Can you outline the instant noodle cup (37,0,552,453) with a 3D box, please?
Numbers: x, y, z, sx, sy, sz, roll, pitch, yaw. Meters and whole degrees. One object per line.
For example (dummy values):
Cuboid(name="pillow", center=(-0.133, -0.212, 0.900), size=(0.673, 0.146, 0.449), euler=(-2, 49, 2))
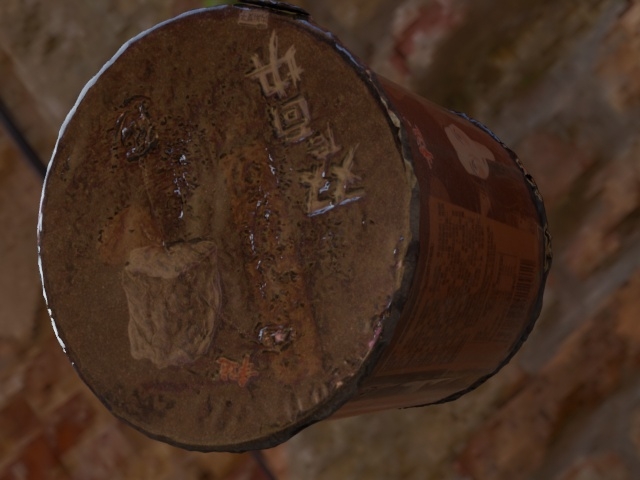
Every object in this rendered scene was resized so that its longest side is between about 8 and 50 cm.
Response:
Cuboid(name="instant noodle cup", center=(0.000, 0.000, 1.014), size=(0.217, 0.217, 0.207), euler=(-47, -25, 18))
